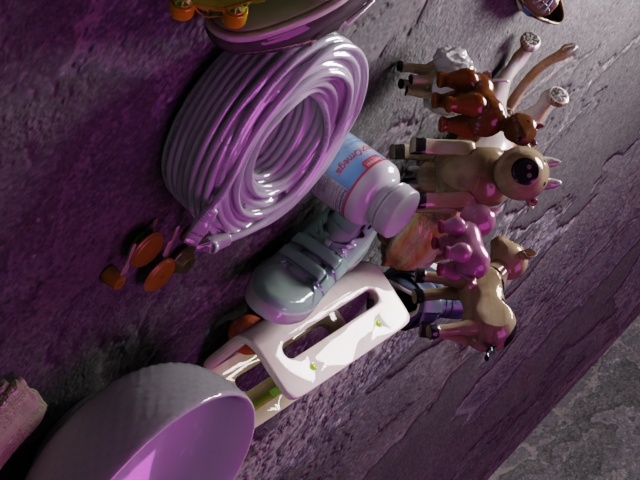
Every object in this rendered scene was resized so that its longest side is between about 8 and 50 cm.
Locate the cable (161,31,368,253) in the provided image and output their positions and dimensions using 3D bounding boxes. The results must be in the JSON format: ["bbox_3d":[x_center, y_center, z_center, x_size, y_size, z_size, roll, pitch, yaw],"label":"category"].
[{"bbox_3d":[-0.057,-0.122,1.606,0.257,0.089,0.257,-18,139,-56],"label":"cable"}]

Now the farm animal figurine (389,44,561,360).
[{"bbox_3d":[0.195,-0.052,1.802,0.172,0.327,0.330,1,106,-13],"label":"farm animal figurine"}]

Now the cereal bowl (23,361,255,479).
[{"bbox_3d":[-0.241,0.277,1.764,0.339,0.141,0.339,-43,156,-24],"label":"cereal bowl"}]

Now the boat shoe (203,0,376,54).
[{"bbox_3d":[0.010,-0.255,1.507,0.335,0.112,0.095,-41,151,-35],"label":"boat shoe"}]

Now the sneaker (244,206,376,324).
[{"bbox_3d":[0.000,0.000,1.885,0.256,0.094,0.151,-40,163,-52],"label":"sneaker"}]

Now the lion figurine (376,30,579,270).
[{"bbox_3d":[0.229,-0.119,2.112,0.392,0.142,0.240,-42,167,-38],"label":"lion figurine"}]

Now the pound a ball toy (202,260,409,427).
[{"bbox_3d":[-0.061,0.154,1.997,0.319,0.136,0.208,-29,173,-45],"label":"pound a ball toy"}]

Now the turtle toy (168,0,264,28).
[{"bbox_3d":[-0.083,-0.246,1.353,0.095,0.130,0.066,105,-10,-52],"label":"turtle toy"}]

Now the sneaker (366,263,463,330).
[{"bbox_3d":[0.112,0.079,2.168,0.163,0.226,0.086,-8,97,-33],"label":"sneaker"}]

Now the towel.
[{"bbox_3d":[-0.357,0.215,1.594,0.148,0.027,0.110,-48,157,-12],"label":"towel"}]

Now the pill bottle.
[{"bbox_3d":[0.036,-0.074,1.761,0.087,0.160,0.087,-43,156,-24],"label":"pill bottle"}]

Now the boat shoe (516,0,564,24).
[{"bbox_3d":[0.294,-0.339,2.001,0.066,0.066,0.183,-56,158,7],"label":"boat shoe"}]

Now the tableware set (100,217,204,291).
[{"bbox_3d":[-0.183,0.017,1.652,0.154,0.024,0.104,-25,148,-51],"label":"tableware set"}]
